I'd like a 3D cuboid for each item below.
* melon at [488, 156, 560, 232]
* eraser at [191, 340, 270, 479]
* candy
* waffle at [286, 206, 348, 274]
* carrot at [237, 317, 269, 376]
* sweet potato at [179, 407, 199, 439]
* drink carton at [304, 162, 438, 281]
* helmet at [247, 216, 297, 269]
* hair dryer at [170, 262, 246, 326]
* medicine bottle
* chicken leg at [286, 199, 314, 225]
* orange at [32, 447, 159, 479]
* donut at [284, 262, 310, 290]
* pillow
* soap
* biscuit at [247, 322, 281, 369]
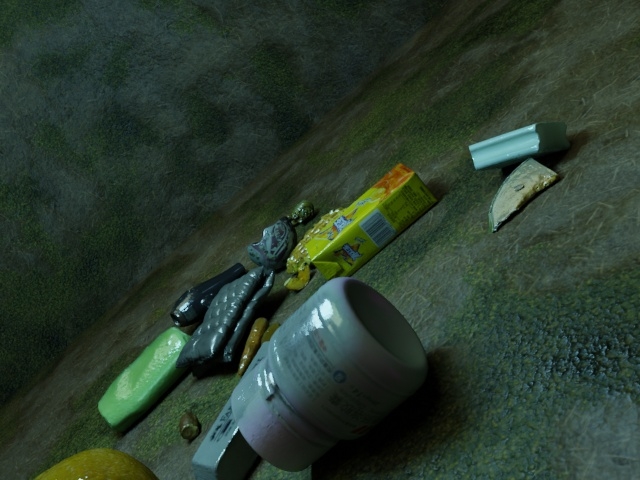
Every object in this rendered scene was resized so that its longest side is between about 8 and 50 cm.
[{"bbox_3d":[0.419,-0.095,1.493,0.182,0.054,0.098,-40,34,4],"label":"melon"},{"bbox_3d":[-0.156,0.374,1.450,0.111,0.077,0.352,-9,43,52],"label":"eraser"},{"bbox_3d":[-0.504,0.413,2.054,0.343,0.132,0.142,-45,61,-6],"label":"candy"},{"bbox_3d":[-0.001,-0.001,2.088,0.245,0.052,0.254,-27,24,39],"label":"waffle"},{"bbox_3d":[-0.177,0.280,1.823,0.047,0.047,0.191,-28,28,35],"label":"carrot"},{"bbox_3d":[-0.326,0.449,1.721,0.049,0.049,0.117,-40,19,4],"label":"sweet potato"},{"bbox_3d":[0.128,-0.043,1.837,0.351,0.111,0.154,-41,18,4],"label":"drink carton"},{"bbox_3d":[-0.133,0.023,2.178,0.177,0.107,0.153,-46,-20,4],"label":"helmet"},{"bbox_3d":[-0.301,0.190,2.238,0.304,0.120,0.359,-35,24,-28],"label":"hair dryer"},{"bbox_3d":[0.010,0.240,1.223,0.302,0.241,0.241,-45,17,19],"label":"medicine bottle"},{"bbox_3d":[-0.087,-0.079,2.405,0.093,0.070,0.178,-34,2,-39],"label":"chicken leg"},{"bbox_3d":[-0.432,0.555,1.291,0.322,0.322,0.357,-44,12,-8],"label":"orange"},{"bbox_3d":[-0.066,0.102,1.965,0.038,0.067,0.083,144,136,-75],"label":"donut"},{"bbox_3d":[-0.264,0.224,1.948,0.228,0.101,0.326,-28,29,49],"label":"pillow"},{"bbox_3d":[0.447,-0.212,1.572,0.119,0.066,0.198,-8,-3,-36],"label":"soap"},{"bbox_3d":[-0.059,0.257,1.624,0.301,0.049,0.197,-22,36,47],"label":"biscuit"}]
